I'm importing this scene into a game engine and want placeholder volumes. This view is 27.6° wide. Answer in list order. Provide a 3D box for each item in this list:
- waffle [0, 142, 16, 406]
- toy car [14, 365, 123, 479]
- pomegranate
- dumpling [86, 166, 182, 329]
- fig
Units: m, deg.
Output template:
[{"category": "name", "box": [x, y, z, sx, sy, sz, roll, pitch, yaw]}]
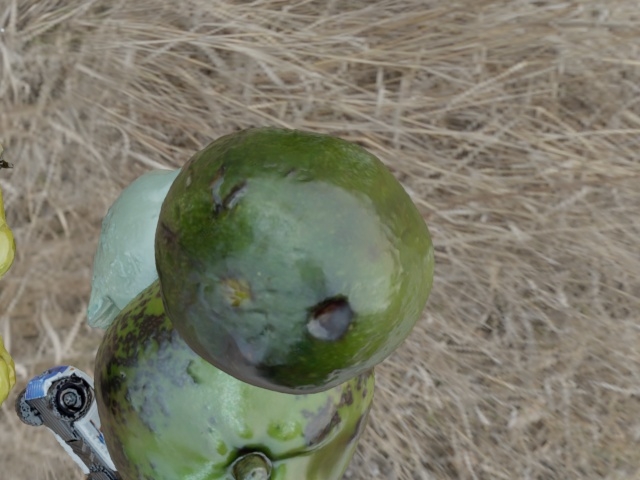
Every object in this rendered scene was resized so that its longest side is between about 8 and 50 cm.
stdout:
[{"category": "waffle", "box": [-0.208, -0.026, 0.466, 0.060, 0.262, 0.280, -36, 148, -44]}, {"category": "toy car", "box": [-0.195, 0.181, 1.177, 0.171, 0.080, 0.070, 53, 54, -15]}, {"category": "pomegranate", "box": [-0.051, 0.107, 1.025, 0.204, 0.276, 0.222, 34, 110, 13]}, {"category": "dumpling", "box": [-0.136, -0.003, 1.173, 0.108, 0.152, 0.219, 48, 112, 8]}, {"category": "fig", "box": [0.000, 0.000, 0.600, 0.123, 0.156, 0.123, 11, 115, 24]}]
